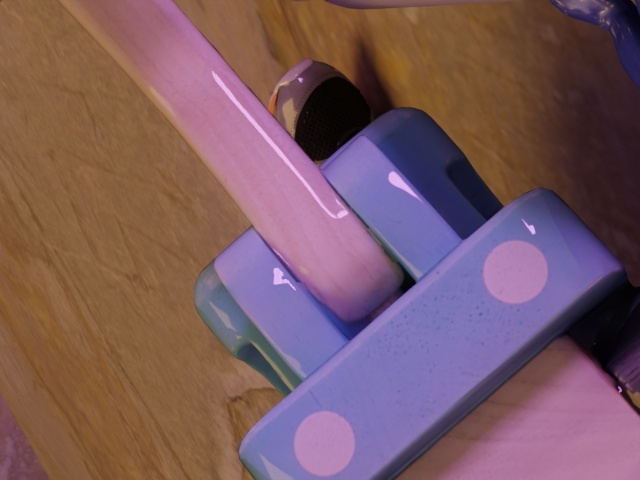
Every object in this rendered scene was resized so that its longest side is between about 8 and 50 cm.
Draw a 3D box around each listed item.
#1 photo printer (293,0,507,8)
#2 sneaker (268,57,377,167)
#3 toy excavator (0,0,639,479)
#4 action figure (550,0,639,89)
[{"bbox_3d":[0.028,-0.230,0.618,0.307,0.107,0.256,-154,50,-70],"label":"photo printer"},{"bbox_3d":[0.035,-0.030,0.954,0.083,0.084,0.214,17,143,52],"label":"sneaker"},{"bbox_3d":[0.000,0.000,0.671,0.445,0.222,0.433,48,-177,18],"label":"toy excavator"},{"bbox_3d":[0.192,-0.081,0.612,0.091,0.139,0.280,100,155,-58],"label":"action figure"}]
